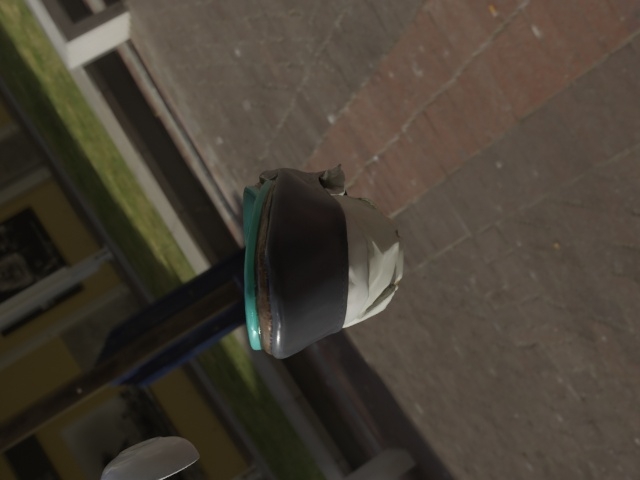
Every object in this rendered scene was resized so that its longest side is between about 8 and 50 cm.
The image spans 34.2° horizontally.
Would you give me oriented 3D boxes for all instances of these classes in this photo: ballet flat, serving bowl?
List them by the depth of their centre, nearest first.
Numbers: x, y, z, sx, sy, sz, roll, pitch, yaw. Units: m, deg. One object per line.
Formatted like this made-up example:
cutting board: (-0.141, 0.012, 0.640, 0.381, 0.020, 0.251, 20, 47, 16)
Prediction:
ballet flat: (0.000, 0.000, 0.460, 0.074, 0.074, 0.203, 61, -179, -11)
serving bowl: (-0.142, 0.179, 0.845, 0.083, 0.083, 0.027, 155, 94, -75)
